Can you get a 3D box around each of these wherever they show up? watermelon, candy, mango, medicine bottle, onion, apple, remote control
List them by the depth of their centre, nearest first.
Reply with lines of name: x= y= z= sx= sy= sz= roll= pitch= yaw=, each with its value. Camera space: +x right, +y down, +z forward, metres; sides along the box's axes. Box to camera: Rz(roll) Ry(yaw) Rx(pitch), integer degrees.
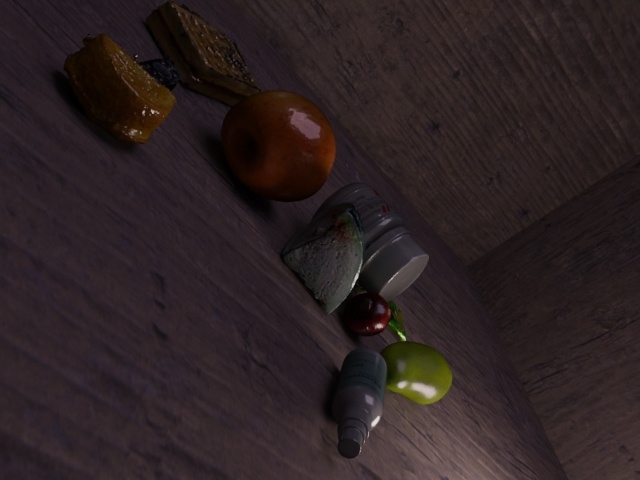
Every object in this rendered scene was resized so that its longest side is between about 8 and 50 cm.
medicine bottle: x=0.081 y=0.352 z=1.514 sx=0.110 sy=0.110 sz=0.352 roll=52 pitch=16 yaw=-8
remote control: x=-0.418 y=-0.384 z=1.690 sx=0.090 sy=0.066 sz=0.266 roll=40 pitch=22 yaw=-3
watermelon: x=0.000 y=0.000 z=1.848 sx=0.289 sy=0.214 sz=0.319 roll=-105 pitch=-162 yaw=-48
apple: x=-0.117 y=-0.252 z=1.869 sx=0.275 sy=0.299 sz=0.299 roll=0 pitch=54 yaw=-47
onion: x=0.129 y=0.200 z=1.910 sx=0.131 sy=0.131 sz=0.131 roll=48 pitch=17 yaw=-21
mango: x=0.253 y=0.363 z=1.938 sx=0.293 sy=0.143 sz=0.175 roll=18 pitch=44 yaw=-47
medicine bottle: x=0.141 y=0.009 z=2.047 sx=0.306 sy=0.245 sz=0.245 roll=47 pitch=13 yaw=21
candy: x=0.243 y=0.255 z=2.294 sx=0.102 sy=0.032 sz=0.178 roll=48 pitch=18 yaw=-22

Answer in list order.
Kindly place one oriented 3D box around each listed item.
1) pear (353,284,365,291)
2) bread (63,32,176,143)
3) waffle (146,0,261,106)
pear: x=0.131 y=0.119 z=2.171 sx=0.092 sy=0.092 sz=0.097 roll=52 pitch=52 yaw=-9
bread: x=-0.397 y=-0.288 z=1.393 sx=0.229 sy=0.143 sz=0.139 roll=40 pitch=21 yaw=-34
waffle: x=-0.337 y=-0.548 z=2.125 sx=0.261 sy=0.114 sz=0.376 roll=58 pitch=16 yaw=13
